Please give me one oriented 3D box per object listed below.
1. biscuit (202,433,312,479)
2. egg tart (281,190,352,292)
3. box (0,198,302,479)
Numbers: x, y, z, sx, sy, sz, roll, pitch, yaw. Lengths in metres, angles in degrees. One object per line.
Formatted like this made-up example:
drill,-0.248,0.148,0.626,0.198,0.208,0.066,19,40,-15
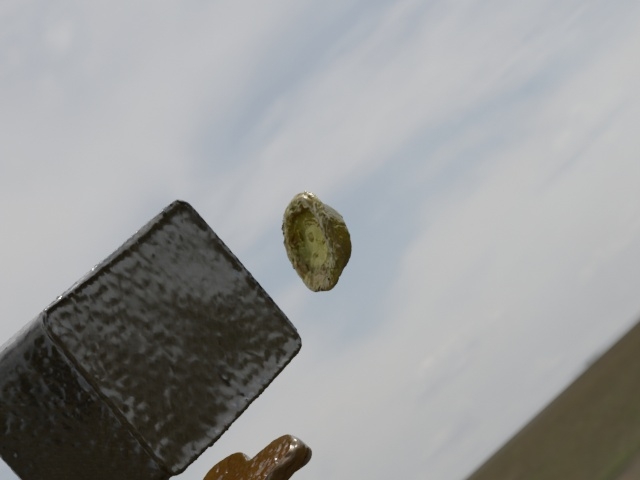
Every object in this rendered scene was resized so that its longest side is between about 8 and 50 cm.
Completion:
biscuit,-0.084,0.232,1.330,0.138,0.031,0.205,-26,24,47
egg tart,0.000,0.000,1.806,0.039,0.105,0.105,-14,-24,-33
box,-0.163,0.111,1.612,0.143,0.184,0.273,-39,4,34
